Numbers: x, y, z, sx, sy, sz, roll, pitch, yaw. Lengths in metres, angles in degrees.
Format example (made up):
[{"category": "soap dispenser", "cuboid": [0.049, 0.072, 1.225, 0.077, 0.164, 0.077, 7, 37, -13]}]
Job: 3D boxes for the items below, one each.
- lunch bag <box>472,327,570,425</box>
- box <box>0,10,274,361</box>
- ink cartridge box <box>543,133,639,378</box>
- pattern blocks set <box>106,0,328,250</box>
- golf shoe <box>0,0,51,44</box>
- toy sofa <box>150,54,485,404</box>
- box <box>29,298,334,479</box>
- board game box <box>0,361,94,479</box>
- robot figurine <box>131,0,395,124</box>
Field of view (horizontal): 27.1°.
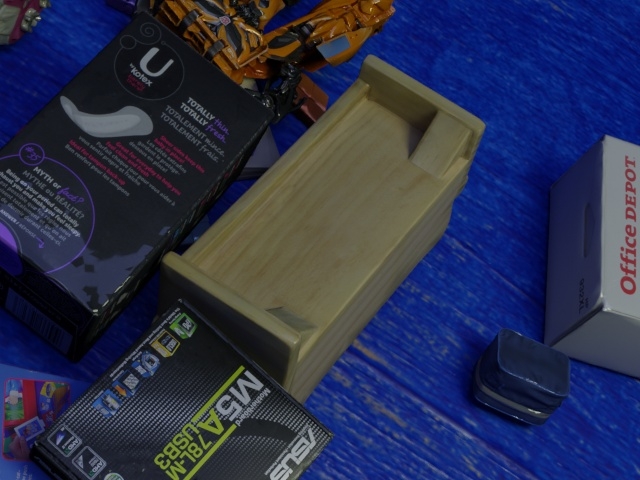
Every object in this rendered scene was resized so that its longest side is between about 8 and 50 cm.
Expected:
[{"category": "lunch bag", "cuboid": [0.208, 0.145, 1.366, 0.098, 0.065, 0.067, 25, 40, -8]}, {"category": "box", "cuboid": [-0.196, -0.050, 1.230, 0.165, 0.143, 0.270, 39, 62, 0]}, {"category": "ink cartridge box", "cuboid": [0.412, 0.044, 1.471, 0.307, 0.129, 0.223, 17, 58, -15]}, {"category": "pattern blocks set", "cuboid": [-0.122, -0.145, 1.403, 0.285, 0.026, 0.325, -17, 72, -30]}, {"category": "golf shoe", "cuboid": [-0.381, -0.210, 1.287, 0.140, 0.115, 0.306, 27, 48, 5]}, {"category": "toy sofa", "cuboid": [0.000, 0.000, 1.306, 0.150, 0.177, 0.362, 33, 55, 14]}, {"category": "box", "cuboid": [-0.114, 0.174, 1.120, 0.184, 0.045, 0.191, 42, 58, 5]}, {"category": "board game box", "cuboid": [-0.236, 0.282, 1.085, 0.233, 0.078, 0.347, 15, 58, -16]}, {"category": "robot figurine", "cuboid": [-0.059, -0.241, 1.416, 0.211, 0.085, 0.291, 50, 49, 7]}]
